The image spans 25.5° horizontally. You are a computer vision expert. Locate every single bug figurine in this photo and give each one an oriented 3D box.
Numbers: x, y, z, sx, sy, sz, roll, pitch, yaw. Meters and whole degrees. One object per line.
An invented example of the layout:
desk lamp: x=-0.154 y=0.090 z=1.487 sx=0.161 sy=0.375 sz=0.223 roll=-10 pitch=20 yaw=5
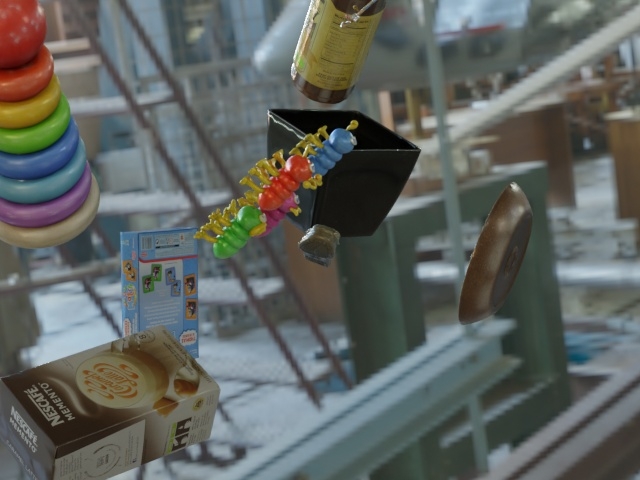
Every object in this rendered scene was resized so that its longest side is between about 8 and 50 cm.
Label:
bug figurine: x=-0.050 y=-0.067 z=1.880 sx=0.216 sy=0.072 sz=0.279 roll=-43 pitch=-1 yaw=23

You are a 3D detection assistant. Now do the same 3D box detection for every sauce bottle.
sauce bottle: x=0.044 y=-0.362 z=2.124 sx=0.111 sy=0.344 sz=0.111 roll=11 pitch=45 yaw=-11

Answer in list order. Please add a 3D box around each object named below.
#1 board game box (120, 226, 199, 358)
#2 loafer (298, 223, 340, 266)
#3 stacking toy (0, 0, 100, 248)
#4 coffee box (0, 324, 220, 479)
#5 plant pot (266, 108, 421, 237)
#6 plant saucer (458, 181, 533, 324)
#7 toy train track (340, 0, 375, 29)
board game box: x=-0.248 y=0.088 z=2.204 sx=0.039 sy=0.211 sz=0.160 roll=1 pitch=4 yaw=30
loafer: x=0.000 y=0.000 z=2.055 sx=0.056 sy=0.050 sz=0.148 roll=18 pitch=-12 yaw=0
stacking toy: x=-0.333 y=-0.142 z=1.576 sx=0.141 sy=0.330 sz=0.141 roll=0 pitch=50 yaw=0
coffee box: x=-0.271 y=0.216 z=1.808 sx=0.246 sy=0.098 sz=0.141 roll=-18 pitch=47 yaw=-38
plant pot: x=0.022 y=-0.104 z=2.282 sx=0.188 sy=0.167 sz=0.187 roll=-4 pitch=27 yaw=-35
plant saucer: x=0.234 y=0.023 z=1.837 sx=0.036 sy=0.199 sz=0.198 roll=22 pitch=19 yaw=18
toy train track: x=0.058 y=-0.325 z=1.960 sx=0.083 sy=0.014 sz=0.048 roll=-40 pitch=16 yaw=5
